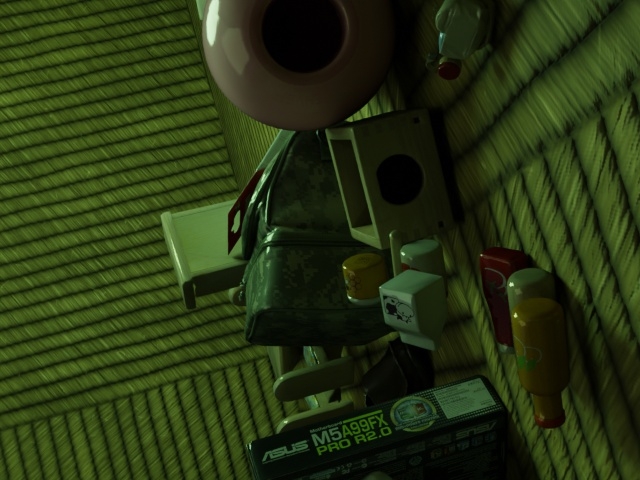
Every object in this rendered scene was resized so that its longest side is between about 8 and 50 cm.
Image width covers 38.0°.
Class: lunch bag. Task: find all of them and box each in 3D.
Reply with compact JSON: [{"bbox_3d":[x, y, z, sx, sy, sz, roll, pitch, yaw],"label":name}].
[{"bbox_3d":[0.000,0.000,1.238,0.305,0.213,0.255,116,154,-74],"label":"lunch bag"}]

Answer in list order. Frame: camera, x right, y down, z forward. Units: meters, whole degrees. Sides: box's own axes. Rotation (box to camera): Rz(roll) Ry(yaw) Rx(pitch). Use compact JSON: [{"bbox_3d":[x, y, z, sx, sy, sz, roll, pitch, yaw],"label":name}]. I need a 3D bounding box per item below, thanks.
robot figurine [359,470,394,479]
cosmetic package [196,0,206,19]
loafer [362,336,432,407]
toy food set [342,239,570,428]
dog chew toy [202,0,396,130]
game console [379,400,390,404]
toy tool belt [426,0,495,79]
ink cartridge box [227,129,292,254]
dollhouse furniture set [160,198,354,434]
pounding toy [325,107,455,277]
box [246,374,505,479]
[{"bbox_3d":[0.129,0.393,0.891,0.353,0.200,0.300,46,-159,10],"label":"robot figurine"},{"bbox_3d":[-0.106,-0.458,1.201,0.160,0.113,0.309,-59,-34,-49],"label":"cosmetic package"},{"bbox_3d":[0.100,0.201,1.290,0.220,0.078,0.080,91,162,-58],"label":"loafer"},{"bbox_3d":[0.127,0.072,0.811,0.232,0.111,0.104,11,120,44],"label":"toy food set"},{"bbox_3d":[-0.029,-0.233,1.064,0.332,0.207,0.206,-115,12,-79],"label":"dog chew toy"},{"bbox_3d":[0.139,0.284,1.199,0.144,0.124,0.085,-122,46,-59],"label":"game console"},{"bbox_3d":[0.116,-0.177,0.766,0.083,0.052,0.051,98,-173,-58],"label":"toy tool belt"},{"bbox_3d":[-0.063,-0.090,1.440,0.189,0.066,0.232,104,-169,-69],"label":"ink cartridge box"},{"bbox_3d":[-0.118,0.120,1.667,0.394,0.257,0.362,89,163,-45],"label":"dollhouse furniture set"},{"bbox_3d":[0.091,-0.028,0.964,0.181,0.094,0.205,-153,47,-77],"label":"pounding toy"},{"bbox_3d":[0.068,0.275,1.024,0.060,0.270,0.216,-116,14,-51],"label":"box"}]
